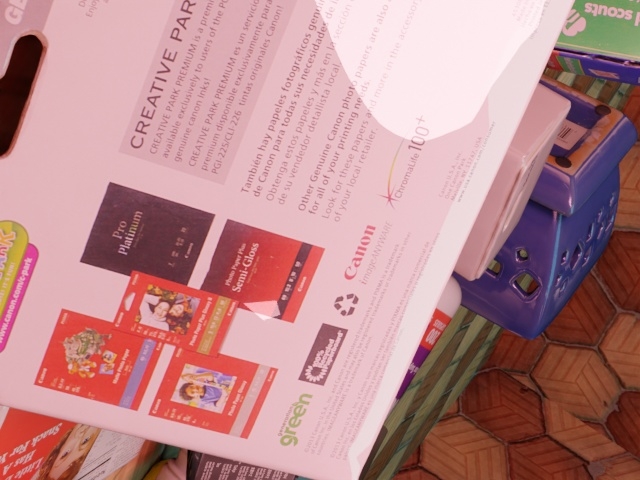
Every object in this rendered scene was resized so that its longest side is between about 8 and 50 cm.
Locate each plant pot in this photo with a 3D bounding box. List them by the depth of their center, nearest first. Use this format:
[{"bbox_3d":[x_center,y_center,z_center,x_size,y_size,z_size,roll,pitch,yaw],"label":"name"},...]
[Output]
[{"bbox_3d":[0.224,-0.066,1.731,0.236,0.236,0.212,-42,155,-46],"label":"plant pot"}]

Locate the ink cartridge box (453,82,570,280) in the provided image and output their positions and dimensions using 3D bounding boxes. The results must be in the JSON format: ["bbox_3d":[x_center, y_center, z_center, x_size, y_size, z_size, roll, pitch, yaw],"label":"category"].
[{"bbox_3d":[0.071,-0.087,1.155,0.087,0.208,0.153,-47,164,-37],"label":"ink cartridge box"}]

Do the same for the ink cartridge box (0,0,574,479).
[{"bbox_3d":[-0.059,-0.060,0.755,0.309,0.272,0.130,-66,-157,16],"label":"ink cartridge box"}]

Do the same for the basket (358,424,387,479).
[{"bbox_3d":[-0.025,0.305,1.880,0.227,0.154,0.204,-58,168,-11],"label":"basket"}]

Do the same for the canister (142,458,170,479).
[{"bbox_3d":[-0.123,0.296,1.545,0.073,0.126,0.170,-53,165,-17],"label":"canister"}]

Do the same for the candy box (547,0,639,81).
[{"bbox_3d":[0.270,-0.298,1.274,0.268,0.122,0.317,-14,114,-80],"label":"candy box"}]

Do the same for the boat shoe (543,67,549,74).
[{"bbox_3d":[0.248,-0.191,1.891,0.060,0.064,0.178,-35,149,-47],"label":"boat shoe"}]

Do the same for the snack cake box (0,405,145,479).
[{"bbox_3d":[-0.184,0.100,0.942,0.152,0.089,0.264,-60,166,22],"label":"snack cake box"}]

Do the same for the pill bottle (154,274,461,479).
[{"bbox_3d":[-0.020,0.131,1.399,0.323,0.181,0.181,-57,167,0],"label":"pill bottle"}]

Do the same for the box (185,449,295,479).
[{"bbox_3d":[-0.031,0.012,1.059,0.307,0.076,0.242,110,-16,-44],"label":"box"}]
